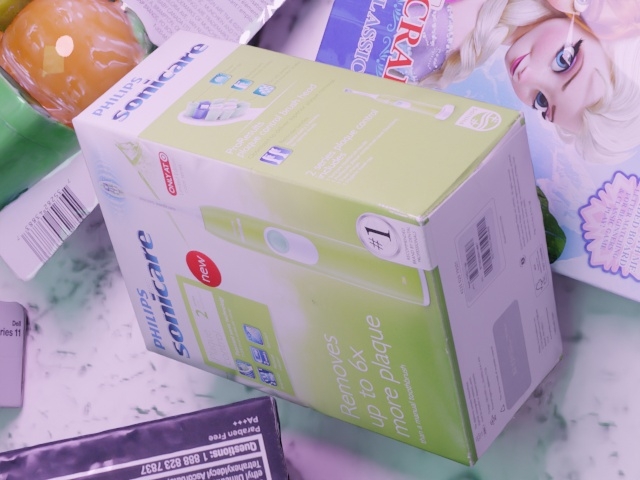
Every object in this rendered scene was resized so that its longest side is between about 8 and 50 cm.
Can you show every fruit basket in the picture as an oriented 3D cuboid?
[{"bbox_3d":[-0.194,-0.193,1.494,0.353,0.165,0.327,-46,64,1],"label":"fruit basket"}]

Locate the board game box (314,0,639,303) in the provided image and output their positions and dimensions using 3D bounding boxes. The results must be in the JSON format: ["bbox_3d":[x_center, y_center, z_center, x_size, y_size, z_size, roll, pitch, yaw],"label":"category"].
[{"bbox_3d":[0.159,-0.146,1.305,0.318,0.066,0.319,20,96,30],"label":"board game box"}]

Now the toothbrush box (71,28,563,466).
[{"bbox_3d":[0.000,0.000,1.286,0.283,0.122,0.206,19,137,35],"label":"toothbrush box"}]

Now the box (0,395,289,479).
[{"bbox_3d":[-0.147,0.288,1.300,0.296,0.183,0.294,-11,76,-9],"label":"box"}]

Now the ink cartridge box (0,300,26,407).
[{"bbox_3d":[-0.355,0.089,1.533,0.208,0.153,0.087,-3,84,31],"label":"ink cartridge box"}]
